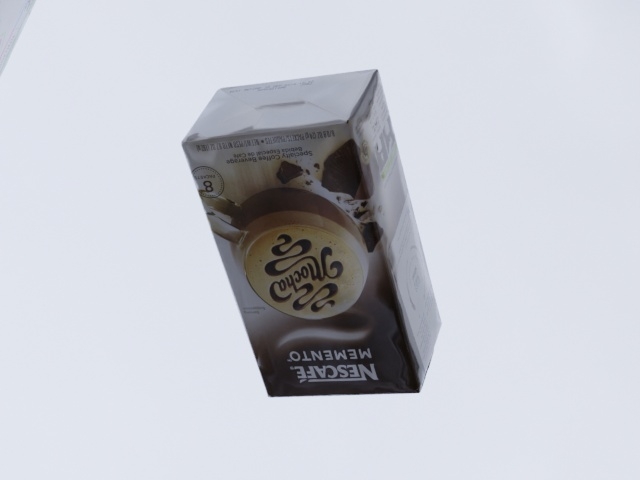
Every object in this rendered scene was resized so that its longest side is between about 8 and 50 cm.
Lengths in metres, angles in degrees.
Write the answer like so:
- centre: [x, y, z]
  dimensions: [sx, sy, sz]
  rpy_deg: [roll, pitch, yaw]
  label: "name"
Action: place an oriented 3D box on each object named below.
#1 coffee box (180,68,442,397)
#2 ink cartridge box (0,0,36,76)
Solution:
- centre: [0.000, 0.000, 1.301]
  dimensions: [0.119, 0.168, 0.297]
  rpy_deg: [-64, -37, -54]
  label: "coffee box"
- centre: [-0.313, -0.152, 1.029]
  dimensions: [0.097, 0.189, 0.255]
  rpy_deg: [27, -169, -4]
  label: "ink cartridge box"
